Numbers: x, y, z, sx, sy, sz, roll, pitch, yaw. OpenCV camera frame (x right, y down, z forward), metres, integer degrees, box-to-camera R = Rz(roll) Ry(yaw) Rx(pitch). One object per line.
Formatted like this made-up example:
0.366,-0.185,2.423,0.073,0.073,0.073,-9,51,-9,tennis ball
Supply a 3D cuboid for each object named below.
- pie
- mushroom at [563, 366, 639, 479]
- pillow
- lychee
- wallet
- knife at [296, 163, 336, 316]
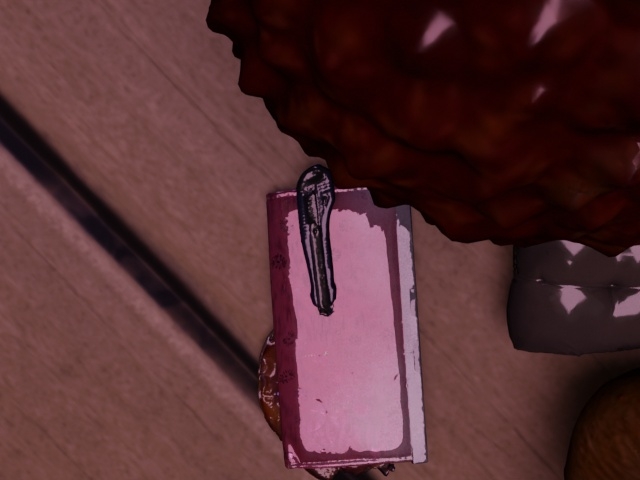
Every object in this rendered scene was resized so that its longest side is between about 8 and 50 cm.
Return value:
-0.002,0.141,0.780,0.092,0.034,0.169,-33,96,4,pie
0.346,0.233,0.675,0.346,0.259,0.345,4,119,8,mushroom
0.312,-0.026,0.706,0.327,0.101,0.228,0,104,3,pillow
0.121,-0.203,0.485,0.425,0.500,0.424,-7,103,-30,lychee
0.021,0.071,0.749,0.119,0.025,0.232,-4,92,0,wallet
0.000,0.000,0.726,0.031,0.018,0.121,-6,93,4,knife
